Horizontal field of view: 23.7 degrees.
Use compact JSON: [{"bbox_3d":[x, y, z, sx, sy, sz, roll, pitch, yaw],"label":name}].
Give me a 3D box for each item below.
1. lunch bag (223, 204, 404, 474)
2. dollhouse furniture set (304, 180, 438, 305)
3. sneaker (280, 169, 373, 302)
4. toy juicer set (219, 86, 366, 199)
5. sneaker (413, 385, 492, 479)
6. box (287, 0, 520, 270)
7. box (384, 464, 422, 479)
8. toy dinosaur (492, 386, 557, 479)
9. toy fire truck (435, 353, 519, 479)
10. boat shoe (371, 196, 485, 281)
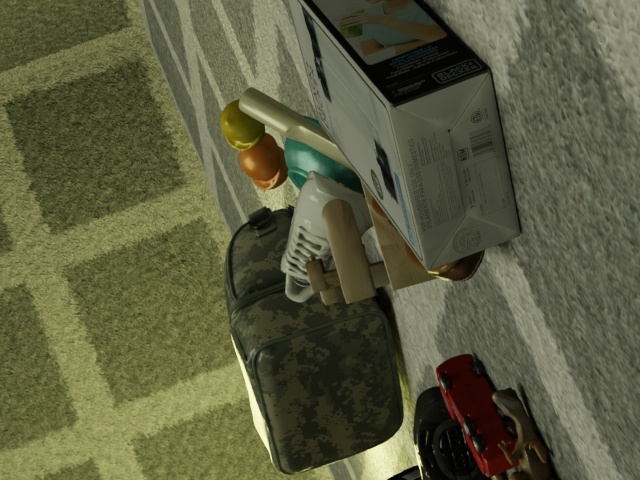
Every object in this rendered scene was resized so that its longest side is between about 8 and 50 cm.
[{"bbox_3d":[-0.024,0.131,2.149,0.256,0.213,0.305,-120,12,-46],"label":"lunch bag"},{"bbox_3d":[0.050,-0.008,1.629,0.151,0.144,0.123,-32,-74,-83],"label":"dollhouse furniture set"},{"bbox_3d":[0.000,0.000,1.715,0.090,0.095,0.235,32,162,11],"label":"sneaker"},{"bbox_3d":[-0.016,-0.114,1.762,0.209,0.089,0.329,37,166,5],"label":"toy juicer set"},{"bbox_3d":[0.168,0.296,1.749,0.130,0.109,0.286,-116,15,-75],"label":"sneaker"},{"bbox_3d":[0.064,-0.122,1.326,0.290,0.087,0.169,-121,13,-53],"label":"box"},{"bbox_3d":[0.167,0.378,1.878,0.153,0.108,0.207,148,100,-82],"label":"box"},{"bbox_3d":[0.210,0.245,1.473,0.112,0.064,0.211,-72,-27,-73],"label":"toy dinosaur"},{"bbox_3d":[0.182,0.226,1.599,0.135,0.047,0.192,75,171,-46],"label":"toy fire truck"},{"bbox_3d":[0.112,-0.013,1.398,0.073,0.073,0.207,31,-168,-23],"label":"boat shoe"}]
